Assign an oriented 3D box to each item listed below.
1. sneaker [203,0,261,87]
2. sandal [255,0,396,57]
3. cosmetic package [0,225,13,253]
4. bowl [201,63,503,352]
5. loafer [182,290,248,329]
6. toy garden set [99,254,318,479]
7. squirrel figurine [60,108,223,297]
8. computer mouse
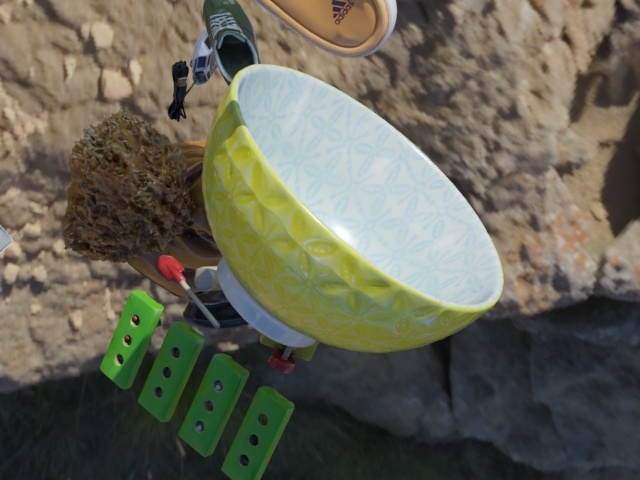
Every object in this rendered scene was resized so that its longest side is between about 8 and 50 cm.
[{"bbox_3d":[-0.121,-0.278,1.590,0.064,0.086,0.192,-19,71,0],"label":"sneaker"},{"bbox_3d":[-0.063,-0.211,0.764,0.265,0.076,0.102,36,124,-4],"label":"sandal"},{"bbox_3d":[-0.548,-0.079,1.460,0.113,0.309,0.160,-46,149,-11],"label":"cosmetic package"},{"bbox_3d":[0.000,0.000,0.993,0.289,0.289,0.156,33,117,-17],"label":"bowl"},{"bbox_3d":[-0.066,0.049,1.408,0.220,0.080,0.078,-15,105,0],"label":"loafer"},{"bbox_3d":[-0.113,0.121,1.260,0.244,0.049,0.203,34,109,28],"label":"toy garden set"},{"bbox_3d":[-0.188,-0.048,1.731,0.397,0.370,0.280,6,85,-29],"label":"squirrel figurine"},{"bbox_3d":[-0.186,-0.280,1.777,0.042,0.193,0.106,22,143,12],"label":"computer mouse"}]
